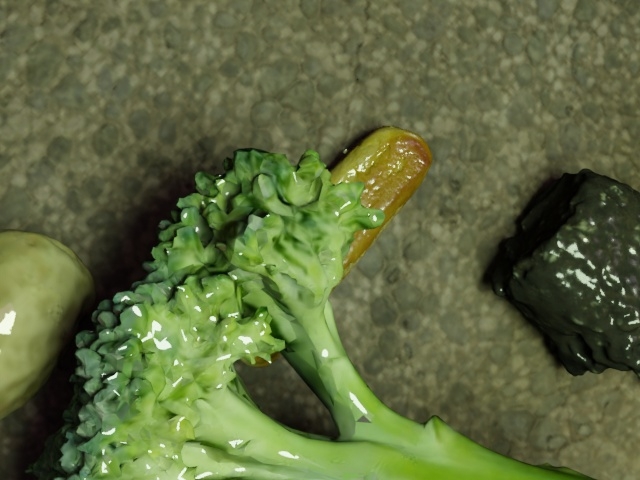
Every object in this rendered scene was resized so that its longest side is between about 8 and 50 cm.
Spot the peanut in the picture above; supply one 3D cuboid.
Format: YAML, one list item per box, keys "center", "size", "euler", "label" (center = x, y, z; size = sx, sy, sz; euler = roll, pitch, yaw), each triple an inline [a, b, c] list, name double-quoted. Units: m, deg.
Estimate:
- center: [-0.257, 0.083, 0.670]
  size: [0.256, 0.123, 0.123]
  euler: [-40, 100, -16]
  label: "peanut"

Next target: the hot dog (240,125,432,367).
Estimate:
- center: [0.000, 0.000, 0.798]
  size: [0.066, 0.047, 0.216]
  euler: [38, 77, 1]
  label: "hot dog"

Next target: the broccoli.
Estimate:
- center: [0.003, 0.197, 0.656]
  size: [0.397, 0.353, 0.275]
  euler: [33, 37, -3]
  label: "broccoli"

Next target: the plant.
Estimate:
- center: [0.240, 0.045, 0.837]
  size: [0.203, 0.142, 0.131]
  euler: [32, 69, -6]
  label: "plant"
